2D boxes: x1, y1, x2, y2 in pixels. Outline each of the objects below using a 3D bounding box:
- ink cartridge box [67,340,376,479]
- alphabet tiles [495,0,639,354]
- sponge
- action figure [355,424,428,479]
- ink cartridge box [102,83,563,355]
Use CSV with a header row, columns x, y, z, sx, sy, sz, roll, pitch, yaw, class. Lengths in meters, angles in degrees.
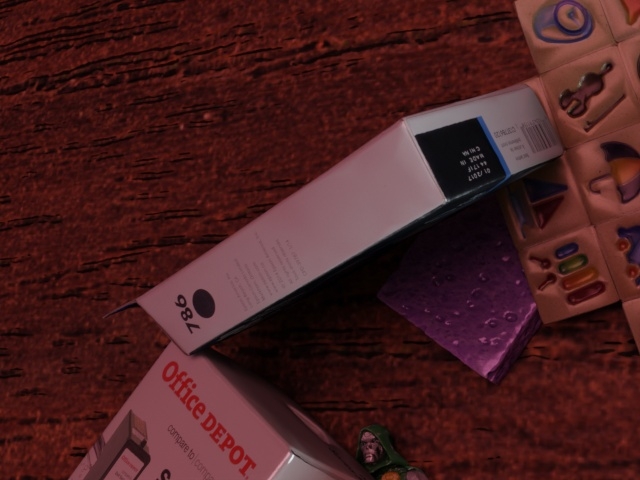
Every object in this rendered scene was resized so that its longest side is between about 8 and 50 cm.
x,y,z,sx,sy,sz,roll,pitch,yaw,class
-0.107,0.231,0.784,0.273,0.115,0.198,-54,36,-1,ink cartridge box
0.284,-0.076,0.731,0.342,0.011,0.285,-21,86,19,alphabet tiles
0.147,-0.008,0.831,0.117,0.031,0.210,35,88,33,sponge
0.047,0.243,0.765,0.137,0.063,0.232,-18,59,24,action figure
0.000,0.000,0.786,0.332,0.165,0.065,-30,85,41,ink cartridge box
